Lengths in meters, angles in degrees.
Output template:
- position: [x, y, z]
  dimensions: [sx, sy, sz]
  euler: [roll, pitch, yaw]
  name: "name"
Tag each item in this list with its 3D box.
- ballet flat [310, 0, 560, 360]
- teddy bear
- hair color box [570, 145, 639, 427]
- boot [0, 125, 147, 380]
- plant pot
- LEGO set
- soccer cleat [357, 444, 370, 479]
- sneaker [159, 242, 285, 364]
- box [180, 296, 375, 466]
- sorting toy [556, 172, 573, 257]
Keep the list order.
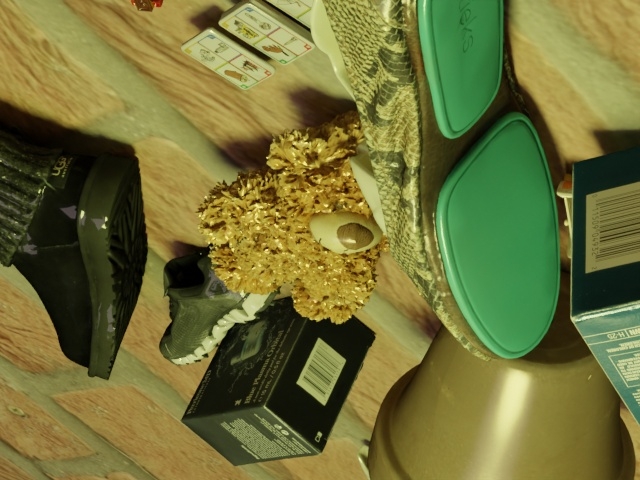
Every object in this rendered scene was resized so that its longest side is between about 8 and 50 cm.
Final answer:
- position: [0.087, -0.104, 1.597]
  dimensions: [0.182, 0.164, 0.483]
  euler: [27, 149, 36]
  name: "ballet flat"
- position: [0.000, 0.000, 1.847]
  dimensions: [0.245, 0.113, 0.338]
  euler: [34, 150, -19]
  name: "teddy bear"
- position: [0.325, 0.090, 1.657]
  dimensions: [0.105, 0.174, 0.347]
  euler: [-13, 137, 24]
  name: "hair color box"
- position: [-0.325, -0.003, 2.062]
  dimensions: [0.260, 0.131, 0.348]
  euler: [13, 138, 8]
  name: "boot"
- position: [0.187, 0.150, 1.846]
  dimensions: [0.263, 0.263, 0.229]
  euler: [18, 132, 13]
  name: "plant pot"
- position: [-0.106, -0.233, 1.640]
  dimensions: [0.244, 0.060, 0.182]
  euler: [30, 148, -25]
  name: "LEGO set"
- position: [0.122, 0.271, 2.234]
  dimensions: [0.196, 0.068, 0.076]
  euler: [-5, 135, 47]
  name: "soccer cleat"
- position: [-0.133, 0.061, 2.086]
  dimensions: [0.106, 0.078, 0.234]
  euler: [36, 145, -12]
  name: "sneaker"
- position: [-0.047, 0.151, 2.075]
  dimensions: [0.093, 0.156, 0.158]
  euler: [41, 147, -24]
  name: "box"
- position: [0.251, -0.026, 1.686]
  dimensions: [0.075, 0.045, 0.083]
  euler: [2, 138, 17]
  name: "sorting toy"
